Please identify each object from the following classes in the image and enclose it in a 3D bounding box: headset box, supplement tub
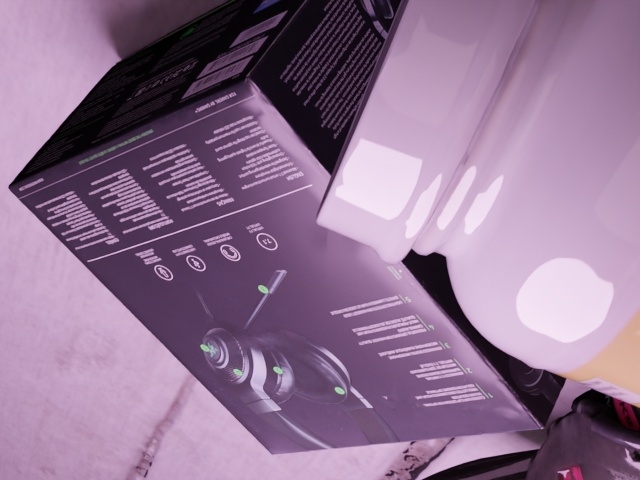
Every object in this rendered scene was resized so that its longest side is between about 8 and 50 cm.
[{"bbox_3d":[0.000,0.000,0.782,0.246,0.131,0.283,-17,122,48],"label":"headset box"},{"bbox_3d":[0.188,-0.038,0.450,0.331,0.241,0.241,21,145,-2],"label":"supplement tub"}]

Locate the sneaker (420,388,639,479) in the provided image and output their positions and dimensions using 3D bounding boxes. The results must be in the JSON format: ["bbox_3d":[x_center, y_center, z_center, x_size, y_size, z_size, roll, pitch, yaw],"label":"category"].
[{"bbox_3d":[0.212,0.124,0.754,0.483,0.185,0.202,-24,108,41],"label":"sneaker"}]
